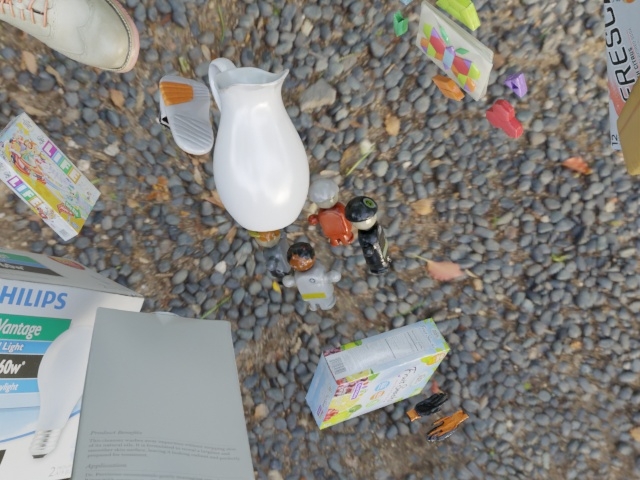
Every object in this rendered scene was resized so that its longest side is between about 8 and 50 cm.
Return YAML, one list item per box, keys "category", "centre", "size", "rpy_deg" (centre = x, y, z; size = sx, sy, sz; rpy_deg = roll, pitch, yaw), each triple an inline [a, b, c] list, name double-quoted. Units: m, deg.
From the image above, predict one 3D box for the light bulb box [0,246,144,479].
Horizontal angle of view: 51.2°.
- category: "light bulb box"
  centre: [-0.550, 0.208, 1.143]
  size: [0.225, 0.358, 0.361]
  rpy_deg: [20, 90, 28]

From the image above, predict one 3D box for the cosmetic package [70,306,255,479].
- category: "cosmetic package"
  centre: [-0.224, 0.259, 0.918]
  size: [0.217, 0.385, 0.156]
  rpy_deg: [10, 112, -16]

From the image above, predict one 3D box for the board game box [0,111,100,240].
- category: "board game box"
  centre: [-0.377, -0.087, 0.912]
  size: [0.026, 0.103, 0.154]
  rpy_deg: [-25, 122, 20]

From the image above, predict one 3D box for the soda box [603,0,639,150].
- category: "soda box"
  centre: [0.258, -0.160, 0.504]
  size: [0.063, 0.058, 0.183]
  rpy_deg: [-11, 102, -16]

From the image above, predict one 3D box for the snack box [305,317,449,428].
- category: "snack box"
  centre: [0.092, 0.225, 1.124]
  size: [0.207, 0.174, 0.070]
  rpy_deg: [-15, 58, -21]

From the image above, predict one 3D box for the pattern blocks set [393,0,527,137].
- category: "pattern blocks set"
  centre: [0.243, -0.341, 1.220]
  size: [0.026, 0.285, 0.325]
  rpy_deg: [-41, 62, -9]

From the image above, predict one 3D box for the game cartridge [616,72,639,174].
- category: "game cartridge"
  centre: [0.300, -0.092, 0.267]
  size: [0.323, 0.285, 0.053]
  rpy_deg: [-11, 87, 19]

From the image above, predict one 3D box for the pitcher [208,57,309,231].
- category: "pitcher"
  centre: [-0.093, -0.131, 0.887]
  size: [0.125, 0.178, 0.207]
  rpy_deg: [-20, 123, -21]

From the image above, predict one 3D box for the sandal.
- category: "sandal"
  centre: [-0.267, -0.230, 1.291]
  size: [0.102, 0.265, 0.076]
  rpy_deg: [10, 130, -24]

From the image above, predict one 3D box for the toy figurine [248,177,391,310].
- category: "toy figurine"
  centre: [0.000, 0.000, 1.201]
  size: [0.209, 0.213, 0.148]
  rpy_deg: [-32, 124, -15]

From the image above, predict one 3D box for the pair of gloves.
- category: "pair of gloves"
  centre: [0.179, 0.271, 1.026]
  size: [0.074, 0.083, 0.010]
  rpy_deg: [-29, 122, -12]

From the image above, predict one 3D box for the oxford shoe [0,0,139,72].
- category: "oxford shoe"
  centre: [-0.484, -0.394, 1.149]
  size: [0.397, 0.146, 0.140]
  rpy_deg: [30, 118, 19]
